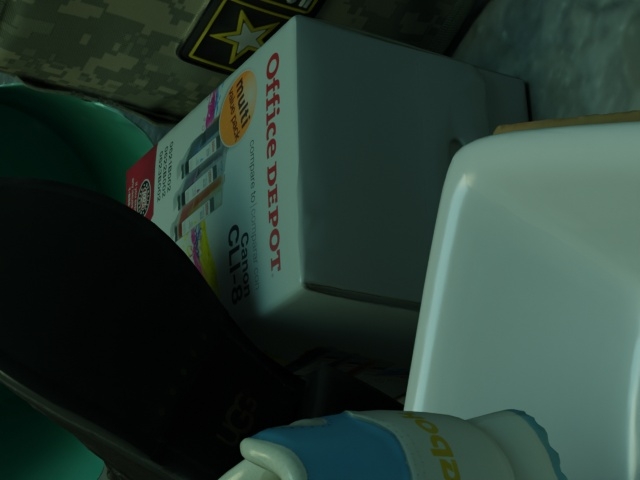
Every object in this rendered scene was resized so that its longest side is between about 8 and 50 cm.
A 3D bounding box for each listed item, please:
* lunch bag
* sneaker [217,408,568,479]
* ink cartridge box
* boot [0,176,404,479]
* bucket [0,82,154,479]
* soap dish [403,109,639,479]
[{"bbox_3d":[-0.036,-0.187,0.613,0.169,0.235,0.287,26,104,57],"label":"lunch bag"},{"bbox_3d":[-0.022,0.126,0.394,0.228,0.092,0.087,-58,37,36],"label":"sneaker"},{"bbox_3d":[0.000,0.000,0.600,0.176,0.127,0.128,-33,53,51],"label":"ink cartridge box"},{"bbox_3d":[-0.075,0.112,0.559,0.091,0.263,0.229,-52,-7,-38],"label":"boot"},{"bbox_3d":[-0.223,0.027,0.848,0.183,0.281,0.281,22,100,62],"label":"bucket"},{"bbox_3d":[0.118,0.107,0.370,0.229,0.118,0.290,3,84,61],"label":"soap dish"}]
